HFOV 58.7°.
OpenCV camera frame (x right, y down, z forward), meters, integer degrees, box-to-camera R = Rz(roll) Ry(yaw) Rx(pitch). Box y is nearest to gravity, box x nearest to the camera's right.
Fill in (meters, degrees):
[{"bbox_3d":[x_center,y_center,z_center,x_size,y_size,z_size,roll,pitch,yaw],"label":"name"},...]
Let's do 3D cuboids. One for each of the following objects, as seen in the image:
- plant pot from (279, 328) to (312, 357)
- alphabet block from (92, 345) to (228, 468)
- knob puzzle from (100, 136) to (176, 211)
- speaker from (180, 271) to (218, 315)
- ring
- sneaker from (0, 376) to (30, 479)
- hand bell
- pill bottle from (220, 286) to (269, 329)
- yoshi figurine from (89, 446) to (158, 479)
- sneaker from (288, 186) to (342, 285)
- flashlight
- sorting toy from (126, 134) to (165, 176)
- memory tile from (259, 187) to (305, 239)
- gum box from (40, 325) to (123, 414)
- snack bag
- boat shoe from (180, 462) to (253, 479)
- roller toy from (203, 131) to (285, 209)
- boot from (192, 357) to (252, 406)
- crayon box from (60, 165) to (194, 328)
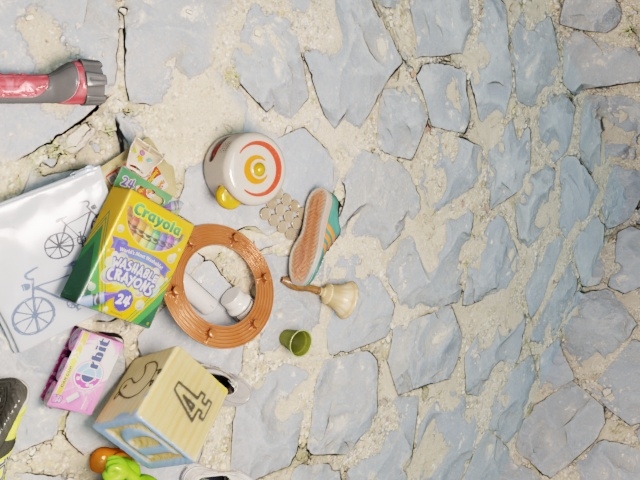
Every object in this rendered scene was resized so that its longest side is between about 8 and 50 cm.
[{"bbox_3d":[-0.082,0.300,1.707,0.083,0.079,0.083,-6,99,-40],"label":"plant pot"},{"bbox_3d":[-0.374,0.398,1.352,0.193,0.192,0.197,51,37,-25],"label":"alphabet block"},{"bbox_3d":[-0.437,-0.126,1.384,0.213,0.030,0.213,-6,100,-40],"label":"knob puzzle"},{"bbox_3d":[-0.333,0.137,1.491,0.136,0.055,0.055,49,66,-32],"label":"speaker"},{"bbox_3d":[-0.254,0.114,1.490,0.336,0.032,0.337,16,64,-36],"label":"ring"},{"bbox_3d":[-0.720,0.471,1.186,0.385,0.145,0.147,-66,160,-15],"label":"sneaker"},{"bbox_3d":[-0.016,0.153,1.749,0.242,0.126,0.126,20,83,-27],"label":"hand bell"},{"bbox_3d":[-0.211,0.195,1.585,0.078,0.078,0.137,-52,124,-22],"label":"pill bottle"},{"bbox_3d":[-0.446,0.603,1.258,0.203,0.362,0.204,-46,123,-25],"label":"yoshi figurine"},{"bbox_3d":[0.000,0.000,1.708,0.121,0.108,0.302,26,77,-48],"label":"sneaker"},{"bbox_3d":[-0.604,-0.326,1.169,0.304,0.103,0.103,-10,104,-39],"label":"flashlight"},{"bbox_3d":[-0.419,-0.191,1.330,0.083,0.045,0.075,36,60,-37],"label":"sorting toy"},{"bbox_3d":[-0.107,-0.080,1.678,0.148,0.012,0.113,39,71,-36],"label":"memory tile"},{"bbox_3d":[-0.555,0.306,1.322,0.107,0.062,0.188,30,76,-38],"label":"gum box"},{"bbox_3d":[-0.585,0.038,1.259,0.323,0.037,0.343,-30,121,-32],"label":"snack bag"},{"bbox_3d":[-0.273,0.696,1.597,0.258,0.084,0.095,28,78,-39],"label":"boat shoe"},{"bbox_3d":[-0.197,-0.187,1.500,0.209,0.146,0.191,-15,105,-37],"label":"roller toy"},{"bbox_3d":[-0.263,0.402,1.540,0.258,0.123,0.095,34,74,-38],"label":"boot"},{"bbox_3d":[-0.427,0.018,1.314,0.203,0.083,0.323,35,70,-49],"label":"crayon box"}]
